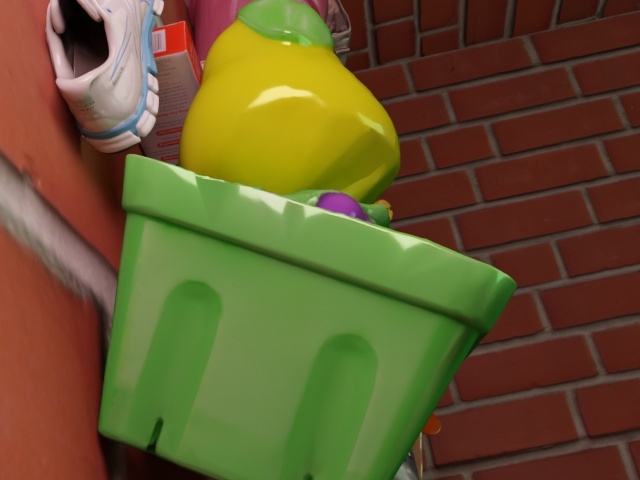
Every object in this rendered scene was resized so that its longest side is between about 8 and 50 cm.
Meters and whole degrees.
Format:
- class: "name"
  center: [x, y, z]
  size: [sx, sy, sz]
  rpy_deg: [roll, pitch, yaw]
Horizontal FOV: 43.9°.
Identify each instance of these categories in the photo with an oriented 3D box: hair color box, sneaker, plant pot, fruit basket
- class: "hair color box"
  center: [-0.132, -0.119, 0.703]
  size: [0.141, 0.072, 0.043]
  rpy_deg: [77, 2, -52]
- class: "sneaker"
  center: [-0.151, -0.160, 0.541]
  size: [0.083, 0.071, 0.190]
  rpy_deg: [60, 17, -64]
- class: "plant pot"
  center: [-0.097, -0.284, 1.130]
  size: [0.201, 0.201, 0.180]
  rpy_deg: [75, 20, -58]
- class: "fruit basket"
  center: [0.000, 0.000, 0.620]
  size: [0.392, 0.283, 0.392]
  rpy_deg: [18, 90, -81]

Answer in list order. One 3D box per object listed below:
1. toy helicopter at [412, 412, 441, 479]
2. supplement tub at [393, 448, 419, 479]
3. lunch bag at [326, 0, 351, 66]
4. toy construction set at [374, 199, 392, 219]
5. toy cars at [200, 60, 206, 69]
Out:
- class: "toy helicopter"
  center: [0.155, 0.279, 1.387]
  size: [0.235, 0.140, 0.355]
  rpy_deg: [89, 5, -57]
- class: "supplement tub"
  center: [0.037, 0.308, 1.157]
  size: [0.316, 0.194, 0.193]
  rpy_deg: [-97, 175, -57]
- class: "lunch bag"
  center: [-0.048, -0.363, 1.456]
  size: [0.287, 0.169, 0.235]
  rpy_deg: [56, -23, 29]
- class: "toy construction set"
  center: [0.019, -0.020, 1.121]
  size: [0.237, 0.257, 0.308]
  rpy_deg: [-18, -78, 50]
- class: "toy cars"
  center: [-0.079, -0.049, 1.011]
  size: [0.176, 0.087, 0.393]
  rpy_deg: [101, -28, -78]
